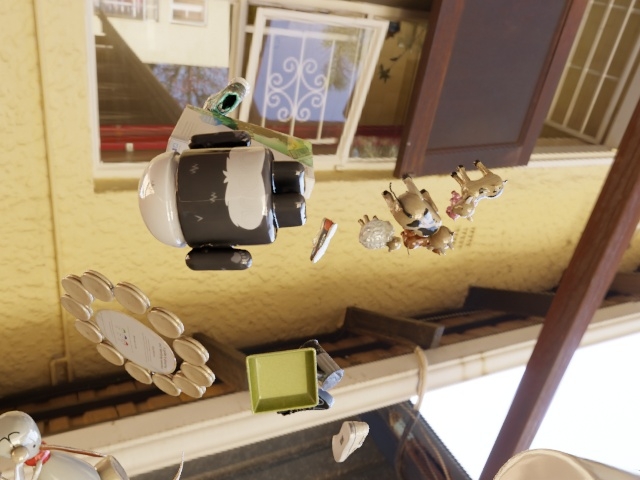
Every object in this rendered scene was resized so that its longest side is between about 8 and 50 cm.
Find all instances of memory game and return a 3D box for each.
[{"bbox_3d":[-0.187,0.099,0.557,0.186,0.186,0.012,19,-133,16],"label":"memory game"}]

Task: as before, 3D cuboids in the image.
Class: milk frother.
[{"bbox_3d":[-0.030,0.397,1.629,0.129,0.143,0.135,-6,-141,-43],"label":"milk frother"}]

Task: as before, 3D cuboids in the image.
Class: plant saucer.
[{"bbox_3d":[-0.105,0.379,1.509,0.189,0.188,0.045,-5,-160,-8],"label":"plant saucer"}]

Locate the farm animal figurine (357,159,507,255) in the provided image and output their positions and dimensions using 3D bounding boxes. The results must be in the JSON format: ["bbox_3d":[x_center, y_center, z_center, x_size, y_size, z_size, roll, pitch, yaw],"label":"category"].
[{"bbox_3d":[0.306,-0.064,1.441,0.327,0.330,0.172,9,-137,-36],"label":"farm animal figurine"}]

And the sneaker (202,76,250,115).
[{"bbox_3d":[-0.249,-0.341,1.373,0.065,0.166,0.076,39,-146,-22],"label":"sneaker"}]

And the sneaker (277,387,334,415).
[{"bbox_3d":[-0.075,0.495,1.657,0.233,0.081,0.090,-1,-149,28],"label":"sneaker"}]

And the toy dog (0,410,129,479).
[{"bbox_3d":[-0.463,0.448,0.971,0.161,0.220,0.333,35,173,40],"label":"toy dog"}]

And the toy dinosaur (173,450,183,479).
[{"bbox_3d":[-0.339,0.562,1.192,0.053,0.092,0.183,29,-147,8],"label":"toy dinosaur"}]

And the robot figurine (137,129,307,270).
[{"bbox_3d":[-0.163,-0.072,0.924,0.279,0.173,0.209,-3,-148,0],"label":"robot figurine"}]

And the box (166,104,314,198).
[{"bbox_3d":[-0.173,-0.211,1.263,0.322,0.058,0.232,16,-151,-13],"label":"box"}]

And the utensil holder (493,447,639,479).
[{"bbox_3d":[0.595,0.630,1.162,0.386,0.327,0.327,25,-159,-27],"label":"utensil holder"}]

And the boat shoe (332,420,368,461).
[{"bbox_3d":[0.041,0.270,0.736,0.035,0.100,0.035,-1,-132,-17],"label":"boat shoe"}]

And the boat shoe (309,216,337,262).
[{"bbox_3d":[0.000,0.000,1.556,0.043,0.137,0.049,32,-162,18],"label":"boat shoe"}]
